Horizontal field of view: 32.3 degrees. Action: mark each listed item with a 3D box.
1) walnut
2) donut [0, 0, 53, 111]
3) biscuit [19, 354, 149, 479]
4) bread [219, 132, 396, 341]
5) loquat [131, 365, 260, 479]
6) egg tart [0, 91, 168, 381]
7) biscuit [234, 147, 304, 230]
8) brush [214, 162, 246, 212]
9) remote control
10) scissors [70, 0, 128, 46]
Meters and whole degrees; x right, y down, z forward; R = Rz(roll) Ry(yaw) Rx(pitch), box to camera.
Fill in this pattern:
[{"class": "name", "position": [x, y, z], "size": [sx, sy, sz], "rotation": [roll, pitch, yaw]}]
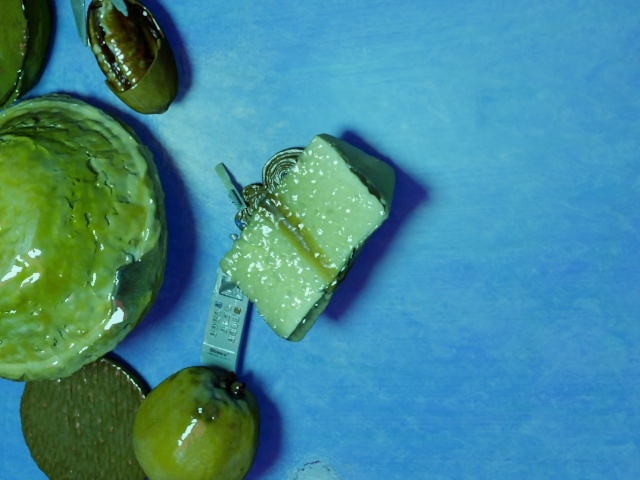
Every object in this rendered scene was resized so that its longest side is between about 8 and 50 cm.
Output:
[{"class": "walnut", "position": [-0.273, -0.276, 1.585], "size": [0.115, 0.116, 0.207], "rotation": [-24, 90, 23]}, {"class": "donut", "position": [-0.515, -0.326, 1.672], "size": [0.272, 0.107, 0.272], "rotation": [7, 107, 23]}, {"class": "biscuit", "position": [-0.374, 0.299, 1.796], "size": [0.261, 0.037, 0.262], "rotation": [5, 104, 18]}, {"class": "bread", "position": [0.000, 0.000, 1.544], "size": [0.266, 0.141, 0.178], "rotation": [-54, 48, 26]}, {"class": "loquat", "position": [-0.184, 0.288, 1.658], "size": [0.187, 0.176, 0.234], "rotation": [36, 115, -9]}, {"class": "egg tart", "position": [-0.436, -0.015, 1.612], "size": [0.443, 0.178, 0.443], "rotation": [-4, 78, 21]}, {"class": "biscuit", "position": [-0.051, -0.057, 1.603], "size": [0.175, 0.026, 0.124], "rotation": [-41, 86, 23]}, {"class": "brush", "position": [-0.134, -0.078, 1.623], "size": [0.016, 0.013, 0.084], "rotation": [-43, 67, 32]}, {"class": "remote control", "position": [-0.140, 0.120, 1.676], "size": [0.061, 0.029, 0.162], "rotation": [16, 102, 14]}, {"class": "scissors", "position": [-0.366, -0.456, 1.558], "size": [0.256, 0.029, 0.384], "rotation": [-34, 72, 31]}]
